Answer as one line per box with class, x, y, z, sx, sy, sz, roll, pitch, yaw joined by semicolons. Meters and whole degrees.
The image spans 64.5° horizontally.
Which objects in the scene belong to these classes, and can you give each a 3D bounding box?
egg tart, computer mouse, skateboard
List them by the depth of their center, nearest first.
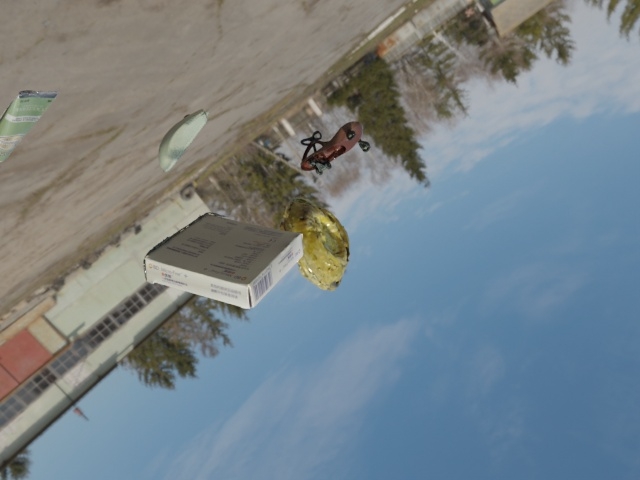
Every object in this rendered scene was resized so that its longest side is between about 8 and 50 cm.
skateboard;0.019;-0.193;1.017;0.151;0.080;0.067;-26;153;26
computer mouse;-0.316;-0.238;1.151;0.182;0.056;0.089;-56;-154;-13
egg tart;0.000;0.000;1.341;0.095;0.279;0.279;-26;-165;23

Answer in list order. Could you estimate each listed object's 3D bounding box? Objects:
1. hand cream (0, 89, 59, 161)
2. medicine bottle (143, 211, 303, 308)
hand cream;-0.627;-0.233;1.036;0.235;0.055;0.086;-31;-177;28
medicine bottle;-0.153;0.023;0.817;0.201;0.052;0.171;11;-147;22
